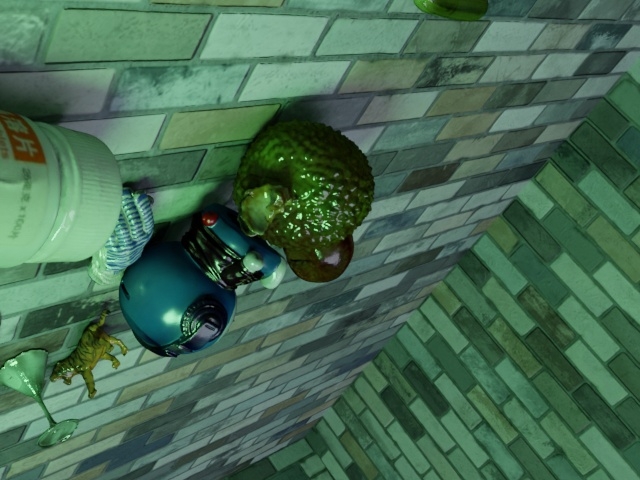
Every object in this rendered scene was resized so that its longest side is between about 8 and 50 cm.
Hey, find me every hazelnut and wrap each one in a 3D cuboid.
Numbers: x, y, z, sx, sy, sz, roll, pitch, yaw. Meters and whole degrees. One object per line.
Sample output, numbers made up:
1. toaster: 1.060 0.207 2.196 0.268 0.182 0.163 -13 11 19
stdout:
1. hazelnut: 0.000 0.000 1.932 0.178 0.178 0.204 -26 125 -29

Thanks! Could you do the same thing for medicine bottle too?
1. medicine bottle: -0.447 -0.069 0.992 0.211 0.211 0.371 -46 158 20

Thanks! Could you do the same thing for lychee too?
1. lychee: -0.035 -0.103 1.522 0.270 0.270 0.320 -45 144 17

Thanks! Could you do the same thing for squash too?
1. squash: 0.254 -0.461 1.527 0.229 0.066 0.066 -10 145 -50

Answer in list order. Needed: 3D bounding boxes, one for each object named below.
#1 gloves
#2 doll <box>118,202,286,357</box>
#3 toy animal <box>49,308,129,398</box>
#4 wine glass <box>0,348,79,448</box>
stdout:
1. gloves: -0.361 -0.008 1.441 0.229 0.097 0.119 -63 178 39
2. doll: -0.250 0.085 1.553 0.310 0.284 0.240 -49 131 7
3. toy animal: -0.487 0.222 1.712 0.255 0.116 0.114 -60 174 33
4. wine glass: -0.577 0.327 1.631 0.122 0.183 0.122 -34 158 -16
